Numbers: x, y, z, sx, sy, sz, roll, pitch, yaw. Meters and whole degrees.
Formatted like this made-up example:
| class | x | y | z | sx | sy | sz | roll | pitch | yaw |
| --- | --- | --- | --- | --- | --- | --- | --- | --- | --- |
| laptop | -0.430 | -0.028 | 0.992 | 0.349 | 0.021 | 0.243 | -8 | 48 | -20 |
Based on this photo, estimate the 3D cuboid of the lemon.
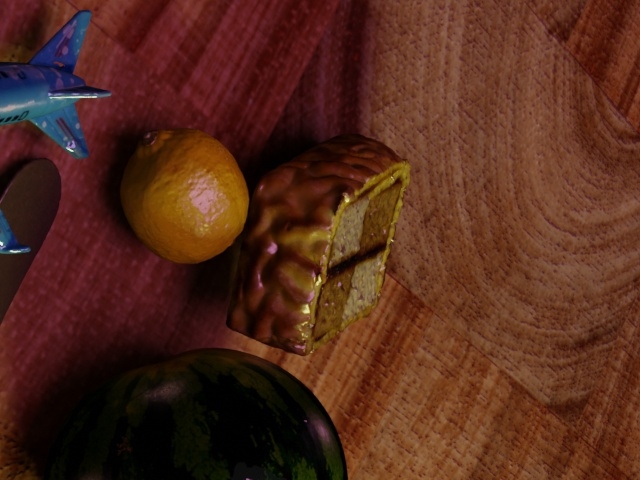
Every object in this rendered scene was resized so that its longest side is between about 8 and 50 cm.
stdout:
| class | x | y | z | sx | sy | sz | roll | pitch | yaw |
| --- | --- | --- | --- | --- | --- | --- | --- | --- | --- |
| lemon | -0.118 | -0.040 | 1.566 | 0.109 | 0.109 | 0.133 | -47 | 119 | -26 |

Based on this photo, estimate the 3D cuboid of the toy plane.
| class | x | y | z | sx | sy | sz | roll | pitch | yaw |
| --- | --- | --- | --- | --- | --- | --- | --- | --- | --- |
| toy plane | -0.277 | -0.109 | 1.382 | 0.271 | 0.105 | 0.254 | -10 | 108 | -44 |

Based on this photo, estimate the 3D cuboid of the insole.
| class | x | y | z | sx | sy | sz | roll | pitch | yaw |
| --- | --- | --- | --- | --- | --- | --- | --- | --- | --- |
| insole | -0.291 | 0.078 | 1.474 | 0.327 | 0.007 | 0.111 | -65 | 154 | -12 |

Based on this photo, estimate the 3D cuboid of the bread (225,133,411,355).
| class | x | y | z | sx | sy | sz | roll | pitch | yaw |
| --- | --- | --- | --- | --- | --- | --- | --- | --- | --- |
| bread | 0.000 | 0.000 | 1.665 | 0.222 | 0.096 | 0.181 | -31 | 135 | -64 |

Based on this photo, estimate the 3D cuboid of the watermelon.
| class | x | y | z | sx | sy | sz | roll | pitch | yaw |
| --- | --- | --- | --- | --- | --- | --- | --- | --- | --- |
| watermelon | -0.101 | 0.215 | 1.563 | 0.269 | 0.269 | 0.269 | -16 | 113 | -43 |
